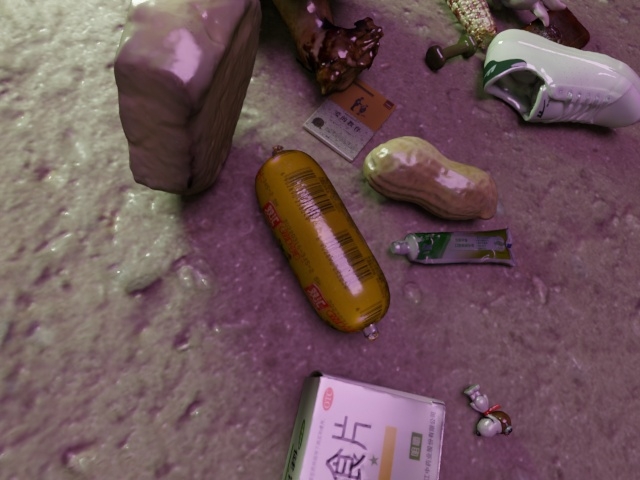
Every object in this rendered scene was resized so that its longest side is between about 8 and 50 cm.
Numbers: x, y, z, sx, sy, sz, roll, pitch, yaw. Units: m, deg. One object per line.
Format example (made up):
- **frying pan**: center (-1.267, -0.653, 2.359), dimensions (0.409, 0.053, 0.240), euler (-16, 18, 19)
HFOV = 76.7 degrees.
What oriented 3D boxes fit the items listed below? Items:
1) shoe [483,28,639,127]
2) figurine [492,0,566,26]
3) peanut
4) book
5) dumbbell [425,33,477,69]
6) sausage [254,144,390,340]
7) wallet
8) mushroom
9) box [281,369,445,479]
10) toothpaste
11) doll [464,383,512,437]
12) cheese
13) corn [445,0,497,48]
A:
- **shoe**: center (0.514, -0.308, 0.858), dimensions (0.363, 0.131, 0.160), euler (26, 67, 3)
- **figurine**: center (0.456, -0.609, 0.950), dimensions (0.236, 0.155, 0.127), euler (35, 99, -25)
- **peanut**: center (0.203, -0.112, 0.729), dimensions (0.257, 0.123, 0.123), euler (17, 68, -8)
- **book**: center (0.060, -0.246, 0.801), dimensions (0.118, 0.012, 0.172), euler (36, 68, 2)
- **dumbbell**: center (0.289, -0.416, 0.892), dimensions (0.118, 0.046, 0.052), euler (-28, 84, -19)
- **sausage**: center (0.000, 0.000, 0.640), dimensions (0.123, 0.123, 0.346), euler (-24, 77, -19)
- **wallet**: center (0.558, -0.486, 0.981), dimensions (0.255, 0.031, 0.137), euler (-38, 79, -22)
- **mushroom**: center (-0.044, -0.504, 0.779), dimensions (0.334, 0.356, 0.331), euler (25, 70, 43)
- **box**: center (0.033, 0.352, 0.511), dimensions (0.173, 0.145, 0.332), euler (16, 69, -4)
- **toothpaste**: center (0.245, 0.013, 0.731), dimensions (0.248, 0.047, 0.077), euler (-1, 75, -15)
- **doll**: center (0.267, 0.272, 0.646), dimensions (0.058, 0.040, 0.085), euler (-11, 73, -5)
- **cheese**: center (-0.180, -0.211, 0.573), dimensions (0.115, 0.326, 0.317), euler (19, 104, -6)
- **corn**: center (0.337, -0.551, 0.934), dimensions (0.080, 0.079, 0.236), euler (-18, 75, -17)
